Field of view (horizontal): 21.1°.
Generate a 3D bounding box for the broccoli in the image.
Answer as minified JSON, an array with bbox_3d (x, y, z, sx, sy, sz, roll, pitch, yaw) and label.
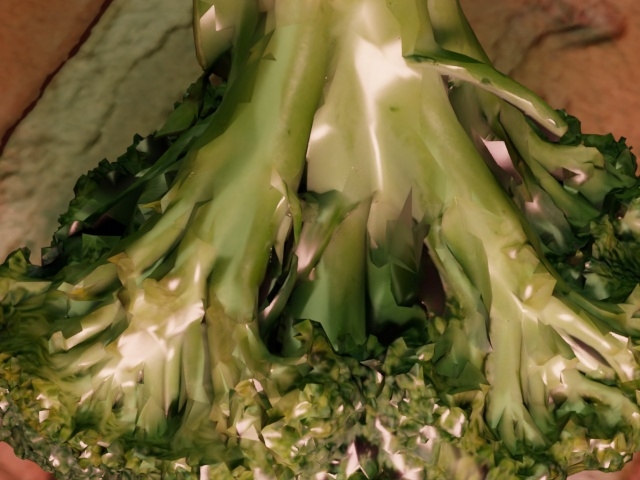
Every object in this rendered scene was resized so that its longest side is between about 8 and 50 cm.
[{"bbox_3d":[0.000,0.000,0.611,0.269,0.242,0.261,-9,26,-37],"label":"broccoli"}]
